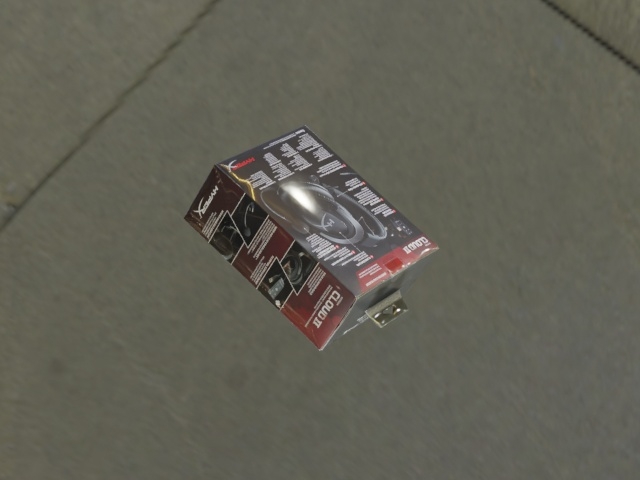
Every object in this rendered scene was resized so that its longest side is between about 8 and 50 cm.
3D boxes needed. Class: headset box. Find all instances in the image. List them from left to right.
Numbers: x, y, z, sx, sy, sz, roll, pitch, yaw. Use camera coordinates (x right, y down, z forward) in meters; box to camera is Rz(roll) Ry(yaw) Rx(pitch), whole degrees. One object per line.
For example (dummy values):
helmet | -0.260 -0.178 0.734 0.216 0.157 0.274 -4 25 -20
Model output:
headset box | 0.000 0.000 0.622 0.083 0.062 0.032 44 127 13
